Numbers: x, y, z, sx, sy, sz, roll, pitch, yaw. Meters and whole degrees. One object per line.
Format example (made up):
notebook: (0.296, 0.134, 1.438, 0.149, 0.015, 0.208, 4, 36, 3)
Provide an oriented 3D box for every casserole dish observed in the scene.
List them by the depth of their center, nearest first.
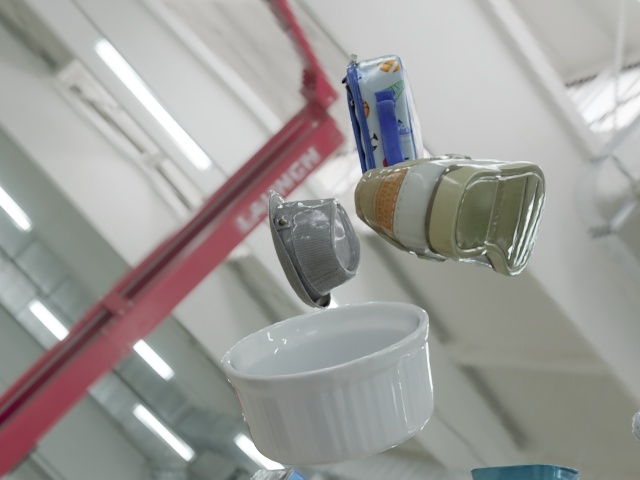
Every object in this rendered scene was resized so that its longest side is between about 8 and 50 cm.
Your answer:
casserole dish: (0.331, 0.393, 2.177, 0.188, 0.037, 0.114, -11, -26, 40)

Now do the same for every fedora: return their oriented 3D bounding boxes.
fedora: (0.000, 0.000, 2.647, 0.244, 0.124, 0.275, 57, 18, -30)

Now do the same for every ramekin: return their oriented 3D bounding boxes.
ramekin: (0.019, 0.188, 1.768, 0.277, 0.277, 0.135, 11, -64, 61)

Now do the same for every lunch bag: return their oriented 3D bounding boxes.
lunch bag: (0.109, -0.161, 2.191, 0.243, 0.115, 0.303, -63, 141, -81)

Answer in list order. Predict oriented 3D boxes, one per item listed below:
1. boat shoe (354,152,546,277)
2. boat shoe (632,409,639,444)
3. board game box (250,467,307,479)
boat shoe: (0.128, -0.032, 1.232, 0.103, 0.113, 0.302, 14, 0, 24)
boat shoe: (0.539, 0.227, 1.610, 0.335, 0.119, 0.121, 12, 25, -23)
board game box: (-0.007, 0.430, 1.475, 0.291, 0.232, 0.141, 40, -19, -7)
